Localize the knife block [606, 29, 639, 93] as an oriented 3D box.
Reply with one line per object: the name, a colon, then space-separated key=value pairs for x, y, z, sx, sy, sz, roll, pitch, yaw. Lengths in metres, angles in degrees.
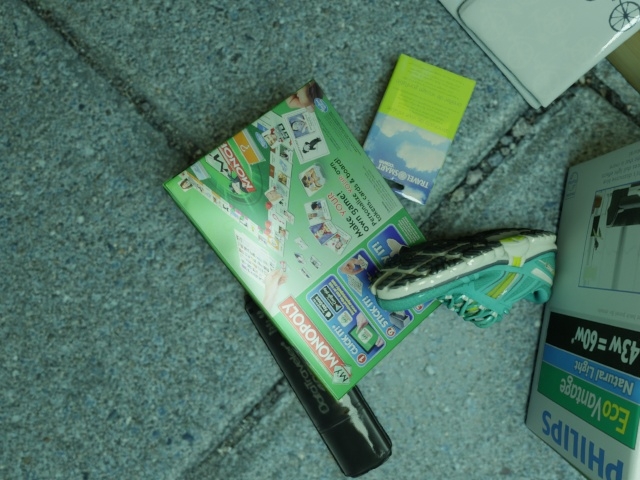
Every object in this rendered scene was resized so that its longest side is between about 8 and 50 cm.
knife block: x=0.437 y=-0.244 z=0.609 sx=0.276 sy=0.088 sz=0.241 roll=5 pitch=86 yaw=2

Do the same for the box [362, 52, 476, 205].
box: x=0.122 y=-0.145 z=0.636 sx=0.109 sy=0.042 sz=0.178 roll=22 pitch=89 yaw=4

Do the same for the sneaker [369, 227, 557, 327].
sneaker: x=0.184 y=0.051 z=0.555 sx=0.276 sy=0.107 sz=0.109 roll=-7 pitch=96 yaw=-28

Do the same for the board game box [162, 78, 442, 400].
board game box: x=0.000 y=0.000 z=0.571 sx=0.214 sy=0.046 sz=0.317 roll=-39 pitch=100 yaw=-13

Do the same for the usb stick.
usb stick: x=-0.004 y=0.177 z=0.622 sx=0.077 sy=0.045 sz=0.277 roll=-32 pitch=86 yaw=7

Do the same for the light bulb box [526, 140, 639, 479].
light bulb box: x=0.468 y=0.102 z=0.519 sx=0.359 sy=0.225 sz=0.360 roll=11 pitch=88 yaw=2

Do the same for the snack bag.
snack bag: x=0.276 y=-0.387 z=0.554 sx=0.342 sy=0.037 sz=0.323 roll=50 pitch=129 yaw=4
